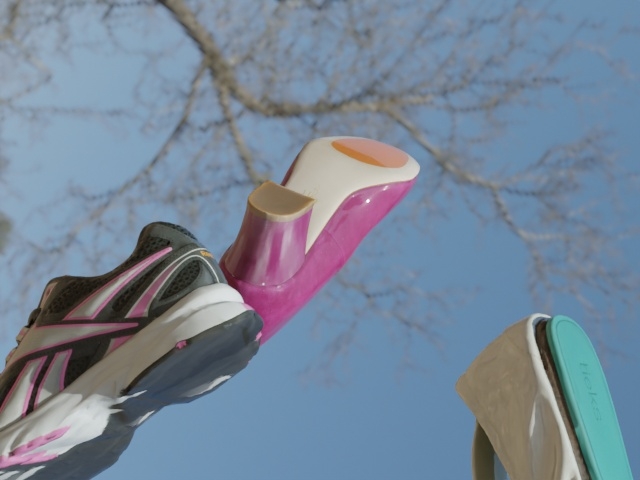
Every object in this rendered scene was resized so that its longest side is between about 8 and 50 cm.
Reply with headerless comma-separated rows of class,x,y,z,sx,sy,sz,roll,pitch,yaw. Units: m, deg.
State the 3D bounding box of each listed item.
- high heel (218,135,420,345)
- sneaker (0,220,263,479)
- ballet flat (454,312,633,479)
high heel,0.000,0.000,1.105,0.244,0.082,0.117,-40,149,-62
sneaker,-0.112,0.058,0.689,0.178,0.072,0.077,-32,-117,7
ballet flat,0.204,0.252,1.201,0.139,0.139,0.400,-38,-124,35
